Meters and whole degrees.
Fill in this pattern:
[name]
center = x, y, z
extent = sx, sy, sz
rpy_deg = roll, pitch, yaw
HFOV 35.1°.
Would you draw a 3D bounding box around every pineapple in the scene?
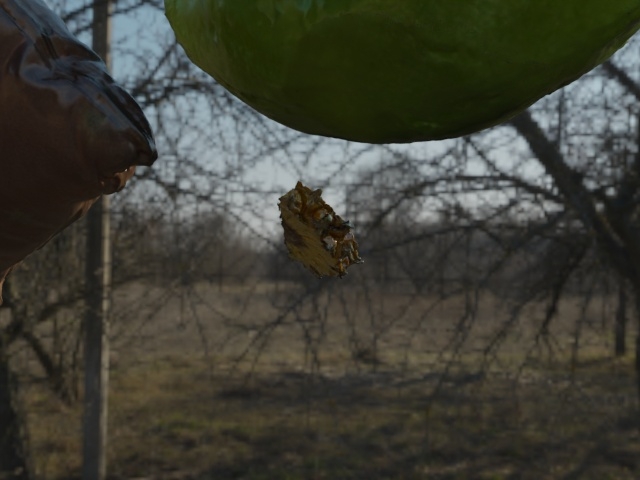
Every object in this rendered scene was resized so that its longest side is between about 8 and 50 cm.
[pineapple]
center = 0.000, 0.000, 0.536
extent = 0.045, 0.019, 0.083
rpy_deg = 34, -20, 17

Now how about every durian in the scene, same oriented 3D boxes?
[durian]
center = 0.049, -0.108, 0.410
extent = 0.250, 0.139, 0.101
rpy_deg = -8, -47, 29

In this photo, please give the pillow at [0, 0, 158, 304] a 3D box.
[pillow]
center = -0.195, -0.078, 0.454
extent = 0.223, 0.236, 0.084
rpy_deg = -29, 18, 45
